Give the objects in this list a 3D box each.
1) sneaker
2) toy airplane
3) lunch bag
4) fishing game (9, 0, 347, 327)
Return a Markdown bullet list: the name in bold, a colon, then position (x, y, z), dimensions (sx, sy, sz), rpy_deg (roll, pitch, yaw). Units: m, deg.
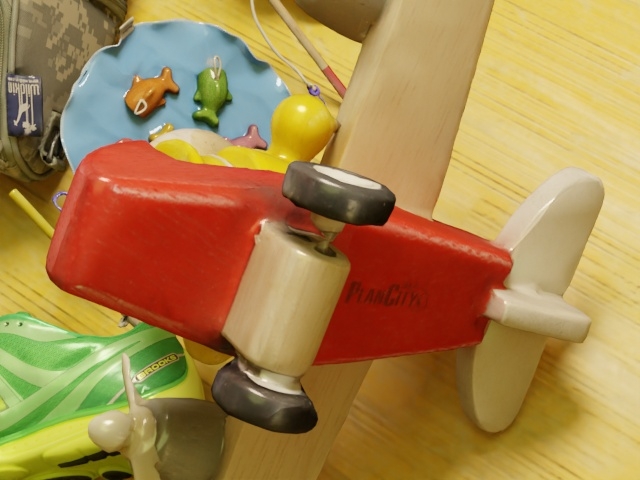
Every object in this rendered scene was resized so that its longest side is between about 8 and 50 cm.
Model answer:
- **sneaker**: position (-0.231, 0.120, 1.122), dimensions (0.295, 0.109, 0.124), rpy_deg (-9, 59, -4)
- **toy airplane**: position (0.000, 0.000, 1.001), dimensions (0.272, 0.384, 0.386), rpy_deg (26, 57, 34)
- **lunch bag**: position (-0.312, -0.190, 1.242), dimensions (0.305, 0.212, 0.256), rpy_deg (11, 85, 19)
- **fishing game**: position (-0.098, -0.079, 1.169), dimensions (0.264, 0.041, 0.189), rpy_deg (-41, 101, -17)
